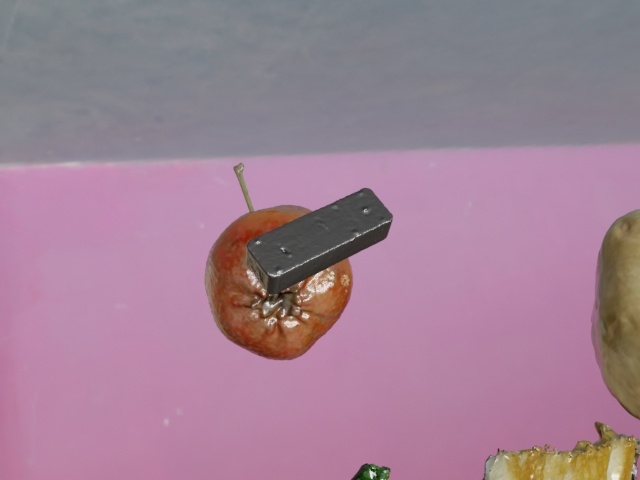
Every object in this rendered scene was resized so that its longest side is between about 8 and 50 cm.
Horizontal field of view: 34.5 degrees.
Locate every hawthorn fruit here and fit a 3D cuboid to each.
[{"bbox_3d":[-0.064,0.011,1.122,0.165,0.165,0.285,-5,-154,-16],"label":"hawthorn fruit"}]

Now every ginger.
[{"bbox_3d":[0.320,0.073,0.951,0.152,0.267,0.138,-26,131,13],"label":"ginger"}]

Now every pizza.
[{"bbox_3d":[0.279,0.433,1.287,0.080,0.392,0.435,5,179,42],"label":"pizza"}]

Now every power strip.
[{"bbox_3d":[0.000,0.000,0.749,0.111,0.038,0.029,-25,152,-23],"label":"power strip"}]

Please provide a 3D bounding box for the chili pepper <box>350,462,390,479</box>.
[{"bbox_3d":[0.071,0.379,1.069,0.065,0.279,0.122,-2,143,-25],"label":"chili pepper"}]
